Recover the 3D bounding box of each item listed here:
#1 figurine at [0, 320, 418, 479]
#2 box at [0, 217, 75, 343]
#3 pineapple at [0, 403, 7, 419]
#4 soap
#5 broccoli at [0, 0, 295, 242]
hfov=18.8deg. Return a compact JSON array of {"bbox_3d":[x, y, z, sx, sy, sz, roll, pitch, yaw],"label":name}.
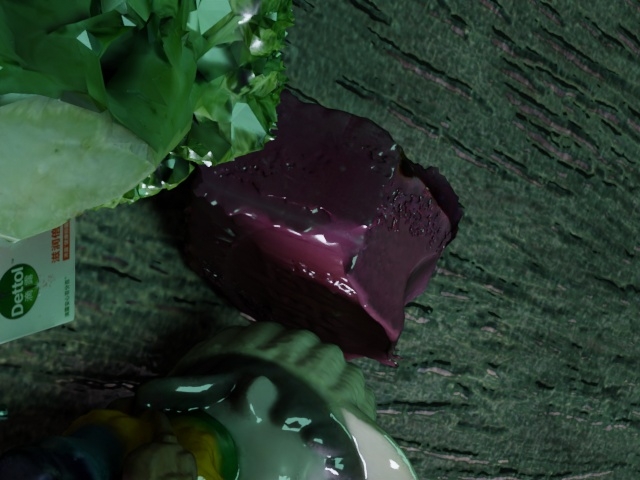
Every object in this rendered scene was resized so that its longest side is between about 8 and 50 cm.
[{"bbox_3d":[-0.096,0.150,1.332,0.332,0.204,0.185,7,136,-41],"label":"figurine"},{"bbox_3d":[-0.202,-0.001,1.241,0.089,0.043,0.125,-20,119,-47],"label":"box"},{"bbox_3d":[-0.286,0.108,1.145,0.221,0.083,0.103,8,110,-54],"label":"pineapple"},{"bbox_3d":[0.000,0.000,1.393,0.112,0.182,0.289,-63,176,-16],"label":"soap"},{"bbox_3d":[-0.214,-0.123,0.975,0.413,0.321,0.310,35,47,-50],"label":"broccoli"}]
